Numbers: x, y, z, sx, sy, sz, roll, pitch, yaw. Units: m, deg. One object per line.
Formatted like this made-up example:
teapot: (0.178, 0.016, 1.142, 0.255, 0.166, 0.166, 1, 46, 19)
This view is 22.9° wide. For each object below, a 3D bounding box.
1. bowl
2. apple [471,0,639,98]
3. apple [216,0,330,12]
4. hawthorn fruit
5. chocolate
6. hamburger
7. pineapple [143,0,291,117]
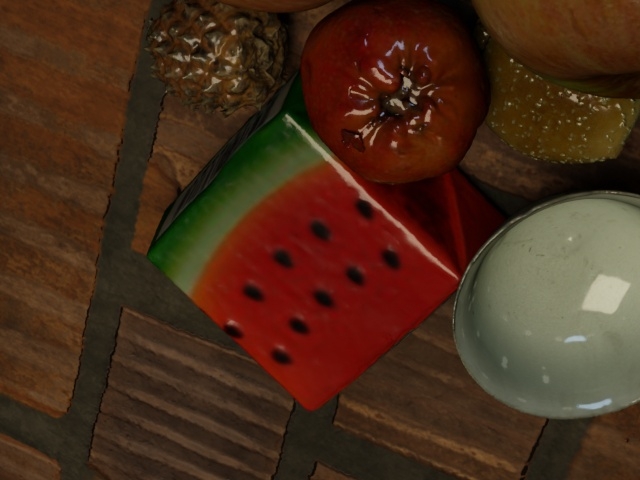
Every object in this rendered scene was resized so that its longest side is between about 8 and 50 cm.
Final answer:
bowl: (0.301, 0.045, 1.872, 0.313, 0.146, 0.313, -3, 121, -4)
apple: (0.332, -0.317, 1.549, 0.400, 0.400, 0.334, -7, 83, 24)
apple: (-0.038, -0.431, 1.645, 0.346, 0.391, 0.391, 37, 126, -25)
hawthorn fruit: (0.073, -0.193, 1.798, 0.211, 0.299, 0.211, -7, 117, -13)
chocolate: (0.000, 0.000, 1.975, 0.341, 0.161, 0.360, 44, 123, -4)
hamburger: (0.265, -0.183, 1.799, 0.215, 0.122, 0.189, 25, 126, 12)
pineapple: (-0.137, -0.234, 1.919, 0.193, 0.166, 0.166, 14, 122, 33)
